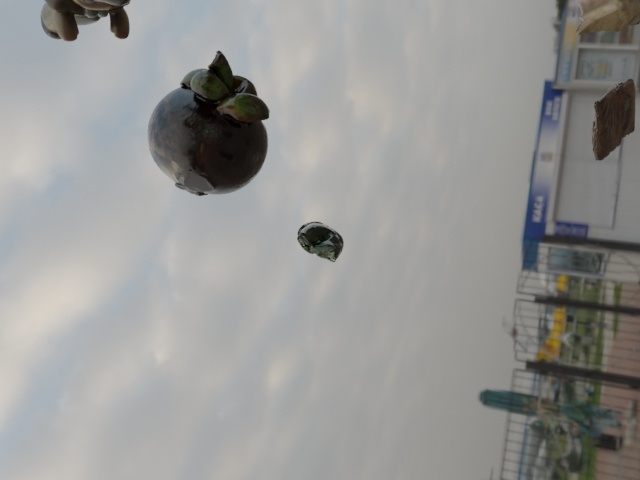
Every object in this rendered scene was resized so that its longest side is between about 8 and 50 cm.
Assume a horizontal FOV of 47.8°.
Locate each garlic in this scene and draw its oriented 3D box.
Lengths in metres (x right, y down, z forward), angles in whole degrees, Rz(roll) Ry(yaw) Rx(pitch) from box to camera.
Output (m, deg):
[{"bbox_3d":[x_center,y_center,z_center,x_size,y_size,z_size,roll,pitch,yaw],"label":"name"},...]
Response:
[{"bbox_3d":[0.364,-0.399,0.919,0.128,0.149,0.266,105,153,-55],"label":"garlic"}]

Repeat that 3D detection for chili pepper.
[{"bbox_3d":[0.001,-0.002,1.395,0.224,0.098,0.060,-142,74,-84],"label":"chili pepper"}]

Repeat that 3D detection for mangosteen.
[{"bbox_3d":[-0.265,-0.256,1.726,0.311,0.312,0.310,7,-90,-71],"label":"mangosteen"}]

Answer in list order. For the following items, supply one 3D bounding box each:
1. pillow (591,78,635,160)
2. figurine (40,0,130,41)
[{"bbox_3d":[0.648,-0.273,1.602,0.248,0.049,0.135,-33,-56,-45],"label":"pillow"},{"bbox_3d":[-0.375,-0.462,1.212,0.248,0.381,0.203,-17,-92,-34],"label":"figurine"}]
